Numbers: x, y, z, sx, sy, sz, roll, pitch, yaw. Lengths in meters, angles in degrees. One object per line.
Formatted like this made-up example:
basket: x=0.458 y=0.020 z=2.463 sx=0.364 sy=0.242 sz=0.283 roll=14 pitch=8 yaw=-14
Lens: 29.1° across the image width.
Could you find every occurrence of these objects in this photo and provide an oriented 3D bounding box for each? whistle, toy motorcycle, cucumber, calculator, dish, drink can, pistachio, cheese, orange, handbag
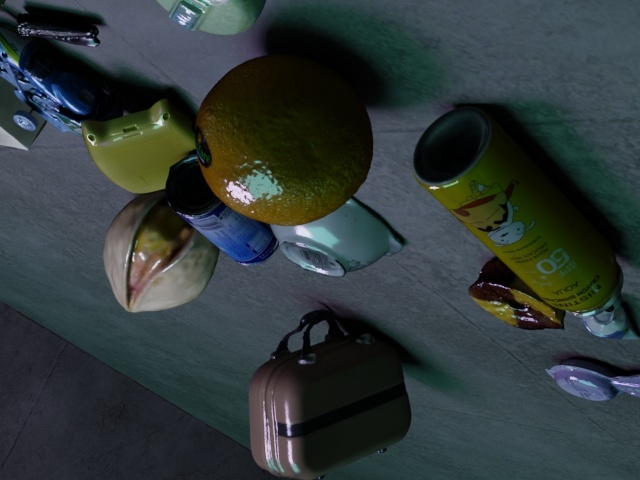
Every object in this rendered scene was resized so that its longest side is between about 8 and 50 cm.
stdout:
whistle: x=-0.100 y=-0.263 z=1.186 sx=0.126 sy=0.067 sz=0.258 roll=27 pitch=160 yaw=-12
toy motorcycle: x=-0.348 y=-0.198 z=1.653 sx=0.254 sy=0.092 sz=0.135 roll=38 pitch=152 yaw=-21
cucumber: x=-0.324 y=-0.263 z=1.528 sx=0.135 sy=0.034 sz=0.033 roll=11 pitch=143 yaw=25
calculator: x=-0.229 y=-0.118 z=1.693 sx=0.157 sy=0.033 sz=0.236 roll=-16 pitch=159 yaw=6
dish: x=0.000 y=0.000 z=1.774 sx=0.224 sy=0.078 sz=0.246 roll=23 pitch=162 yaw=0
drink can: x=-0.135 y=-0.041 z=1.761 sx=0.097 sy=0.097 sz=0.235 roll=17 pitch=169 yaw=22
pistachio: x=-0.266 y=0.023 z=2.010 sx=0.187 sy=0.187 sz=0.299 roll=26 pitch=158 yaw=-3
cheese: x=0.431 y=0.217 z=1.885 sx=0.191 sy=0.042 sz=0.105 roll=6 pitch=156 yaw=43
orange: x=-0.043 y=-0.109 z=1.347 sx=0.206 sy=0.206 sz=0.206 roll=22 pitch=162 yaw=8
handbag: x=0.012 y=0.265 z=2.213 sx=0.302 sy=0.283 sz=0.149 roll=-14 pitch=-171 yaw=-38

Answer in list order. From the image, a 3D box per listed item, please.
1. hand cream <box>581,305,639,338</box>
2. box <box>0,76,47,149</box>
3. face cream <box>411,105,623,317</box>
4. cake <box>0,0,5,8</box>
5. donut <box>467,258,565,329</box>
hand cream: x=0.383 y=0.111 z=1.650 sx=0.084 sy=0.053 sz=0.142 roll=17 pitch=171 yaw=20
box: x=-0.522 y=-0.221 z=1.799 sx=0.212 sy=0.095 sz=0.168 roll=13 pitch=157 yaw=35
face cream: x=0.240 y=-0.012 z=1.386 sx=0.105 sy=0.105 sz=0.348 roll=5 pitch=154 yaw=46
cake: x=-0.438 y=-0.308 z=1.563 sx=0.051 sy=0.055 sz=0.140 roll=34 pitch=177 yaw=-30
donut: x=0.270 y=0.073 z=1.660 sx=0.140 sy=0.059 sz=0.140 roll=23 pitch=163 yaw=8
